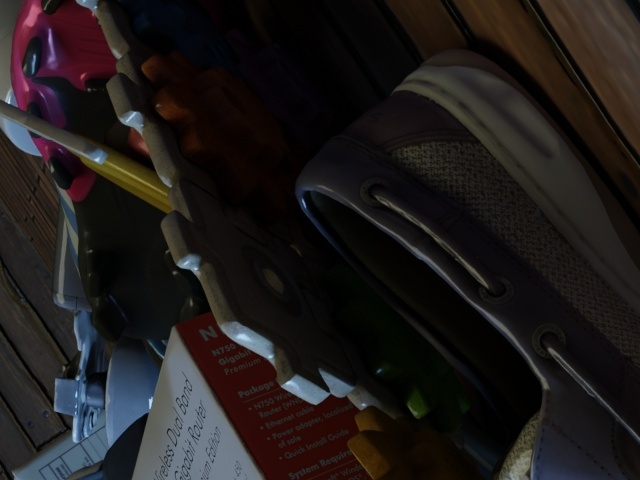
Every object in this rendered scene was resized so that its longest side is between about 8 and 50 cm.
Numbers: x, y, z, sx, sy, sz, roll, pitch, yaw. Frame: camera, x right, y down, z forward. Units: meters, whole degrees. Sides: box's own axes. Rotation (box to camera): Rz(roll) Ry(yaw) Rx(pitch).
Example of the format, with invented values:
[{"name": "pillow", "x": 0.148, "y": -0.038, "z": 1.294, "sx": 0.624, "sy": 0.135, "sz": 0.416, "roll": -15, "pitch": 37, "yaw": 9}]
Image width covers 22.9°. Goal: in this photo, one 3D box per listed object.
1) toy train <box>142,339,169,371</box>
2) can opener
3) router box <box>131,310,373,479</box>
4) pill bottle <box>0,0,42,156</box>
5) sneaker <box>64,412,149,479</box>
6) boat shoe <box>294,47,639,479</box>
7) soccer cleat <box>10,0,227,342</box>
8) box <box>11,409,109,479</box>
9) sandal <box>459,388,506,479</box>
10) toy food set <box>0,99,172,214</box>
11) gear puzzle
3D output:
[{"name": "toy train", "x": -0.075, "y": 0.071, "z": 1.156, "sx": 0.080, "sy": 0.105, "sz": 0.184, "roll": 52, "pitch": 166, "yaw": 19}, {"name": "can opener", "x": -0.151, "y": 0.026, "z": 1.199, "sx": 0.076, "sy": 0.095, "sz": 0.283, "roll": -69, "pitch": -13, "yaw": -70}, {"name": "router box", "x": 0.008, "y": 0.233, "z": 0.758, "sx": 0.301, "sy": 0.082, "sz": 0.335, "roll": 55, "pitch": 149, "yaw": 26}, {"name": "pill bottle", "x": -0.228, "y": -0.162, "z": 1.114, "sx": 0.221, "sy": 0.121, "sz": 0.121, "roll": 48, "pitch": 164, "yaw": 33}, {"name": "sneaker", "x": -0.067, "y": 0.142, "z": 0.991, "sx": 0.130, "sy": 0.236, "sz": 0.323, "roll": 58, "pitch": 169, "yaw": 21}, {"name": "boat shoe", "x": 0.097, "y": 0.063, "z": 0.556, "sx": 0.285, "sy": 0.092, "sz": 0.103, "roll": 54, "pitch": 166, "yaw": 11}, {"name": "soccer cleat", "x": -0.109, "y": -0.081, "z": 0.917, "sx": 0.331, "sy": 0.116, "sz": 0.143, "roll": 93, "pitch": 178, "yaw": -48}, {"name": "box", "x": -0.116, "y": 0.197, "z": 1.319, "sx": 0.149, "sy": 0.232, "sz": 0.127, "roll": 53, "pitch": 167, "yaw": 13}, {"name": "sandal", "x": 0.095, "y": 0.098, "z": 0.746, "sx": 0.219, "sy": 0.060, "sz": 0.090, "roll": 39, "pitch": 169, "yaw": 11}, {"name": "toy food set", "x": -0.052, "y": -0.042, "z": 0.781, "sx": 0.218, "sy": 0.071, "sz": 0.128, "roll": 31, "pitch": 175, "yaw": -38}, {"name": "gear puzzle", "x": 0.000, "y": 0.000, "z": 0.641, "sx": 0.175, "sy": 0.044, "sz": 0.339, "roll": 33, "pitch": -157, "yaw": -45}]
